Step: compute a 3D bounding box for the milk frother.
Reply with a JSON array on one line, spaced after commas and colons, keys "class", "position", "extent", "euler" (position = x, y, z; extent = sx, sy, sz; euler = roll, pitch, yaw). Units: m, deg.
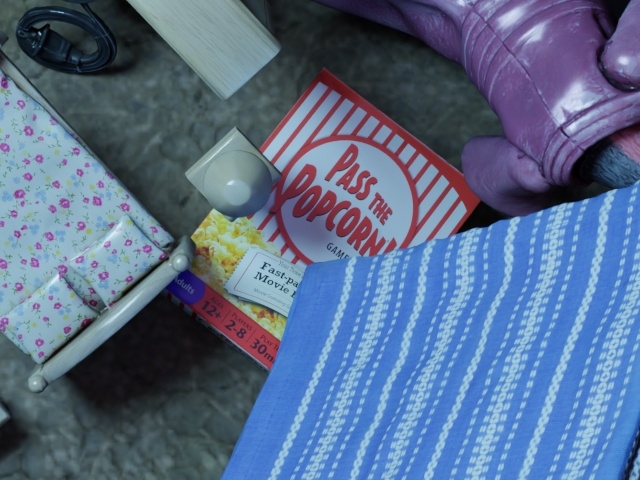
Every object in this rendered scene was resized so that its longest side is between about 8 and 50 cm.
[{"class": "milk frother", "position": [-0.150, -0.204, 1.132], "extent": [0.129, 0.143, 0.135], "euler": [51, 44, -16]}]

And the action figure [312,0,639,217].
[{"class": "action figure", "position": [0.139, -0.145, 1.040], "extent": [0.248, 0.275, 0.370], "euler": [-51, 54, 25]}]

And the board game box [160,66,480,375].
[{"class": "board game box", "position": [0.000, 0.000, 1.135], "extent": [0.147, 0.045, 0.193], "euler": [37, 79, 0]}]

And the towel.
[{"class": "towel", "position": [0.063, 0.082, 0.926], "extent": [0.040, 0.336, 0.243], "euler": [41, 56, -25]}]

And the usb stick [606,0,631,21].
[{"class": "usb stick", "position": [0.169, -0.258, 1.194], "extent": [0.077, 0.045, 0.278], "euler": [-21, 84, -8]}]

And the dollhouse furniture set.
[{"class": "dollhouse furniture set", "position": [-0.204, -0.062, 0.977], "extent": [0.355, 0.174, 0.303], "euler": [-42, 102, 7]}]
